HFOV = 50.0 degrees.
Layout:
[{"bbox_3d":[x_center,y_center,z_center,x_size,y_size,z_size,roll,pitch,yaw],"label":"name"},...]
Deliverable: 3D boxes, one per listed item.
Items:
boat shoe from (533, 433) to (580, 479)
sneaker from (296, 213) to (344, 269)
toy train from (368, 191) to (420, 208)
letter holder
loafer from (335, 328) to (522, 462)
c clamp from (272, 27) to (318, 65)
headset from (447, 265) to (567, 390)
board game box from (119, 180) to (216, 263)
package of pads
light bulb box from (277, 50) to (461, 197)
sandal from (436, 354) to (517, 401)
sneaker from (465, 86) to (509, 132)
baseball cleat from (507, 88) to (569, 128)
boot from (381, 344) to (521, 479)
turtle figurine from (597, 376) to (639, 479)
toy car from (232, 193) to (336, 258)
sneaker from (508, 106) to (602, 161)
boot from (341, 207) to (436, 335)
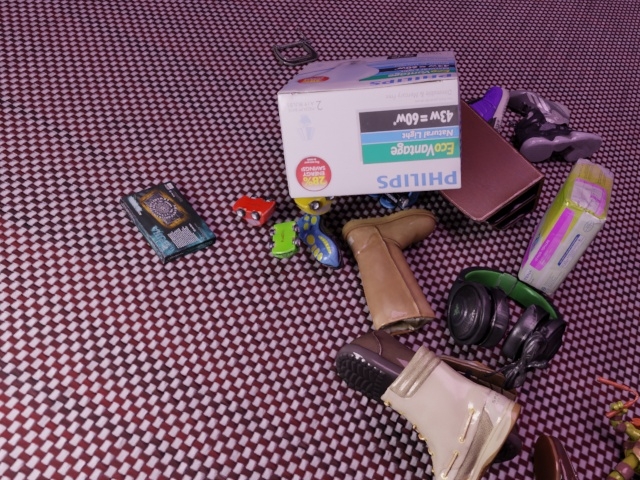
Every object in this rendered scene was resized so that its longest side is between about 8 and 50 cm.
[{"bbox_3d":[0.434,0.450,1.220,0.073,0.073,0.206,9,54,-12],"label":"boat shoe"},{"bbox_3d":[0.000,0.000,1.498,0.067,0.078,0.188,-36,42,6],"label":"sneaker"},{"bbox_3d":[0.157,-0.148,1.673,0.184,0.080,0.105,41,41,24],"label":"toy train"},{"bbox_3d":[0.361,-0.161,1.697,0.214,0.152,0.302,-34,63,-9],"label":"letter holder"},{"bbox_3d":[0.211,0.268,1.266,0.366,0.133,0.130,31,47,11],"label":"loafer"},{"bbox_3d":[-0.078,-0.560,2.011,0.161,0.022,0.137,-31,69,-38],"label":"c clamp"},{"bbox_3d":[0.384,0.154,1.371,0.244,0.185,0.394,23,30,2],"label":"headset"},{"bbox_3d":[-0.323,-0.042,1.451,0.126,0.026,0.186,-24,60,-33],"label":"board game box"},{"bbox_3d":[0.564,-0.043,1.565,0.101,0.229,0.296,29,34,10],"label":"package of pads"},{"bbox_3d":[0.122,-0.261,1.488,0.358,0.225,0.361,-3,22,10],"label":"light bulb box"},{"bbox_3d":[0.302,0.267,1.353,0.180,0.072,0.049,22,24,8],"label":"sandal"},{"bbox_3d":[0.438,-0.363,1.939,0.146,0.102,0.293,22,46,3],"label":"sneaker"},{"bbox_3d":[0.649,-0.386,2.052,0.206,0.072,0.109,14,53,0],"label":"baseball cleat"},{"bbox_3d":[0.182,0.327,1.144,0.204,0.261,0.095,32,16,16],"label":"boot"},{"bbox_3d":[0.602,0.404,1.303,0.269,0.087,0.217,40,56,7],"label":"turtle figurine"},{"bbox_3d":[-0.072,-0.031,1.448,0.239,0.053,0.225,-11,39,8],"label":"toy car"},{"bbox_3d":[0.668,-0.308,1.962,0.269,0.101,0.153,-5,53,-19],"label":"sneaker"},{"bbox_3d":[0.185,0.066,1.482,0.236,0.089,0.269,-11,53,-13],"label":"boot"}]
